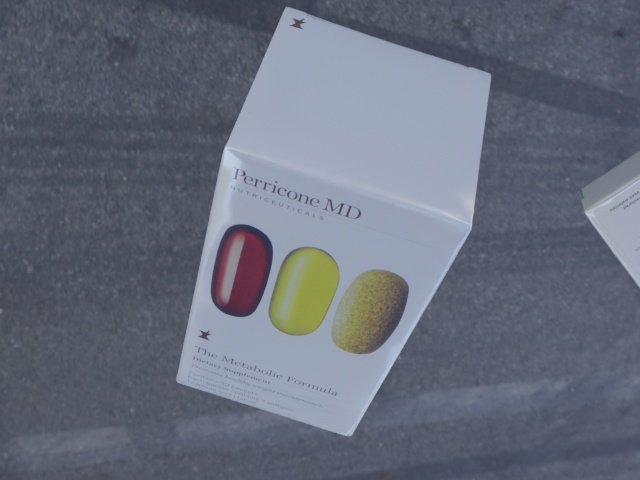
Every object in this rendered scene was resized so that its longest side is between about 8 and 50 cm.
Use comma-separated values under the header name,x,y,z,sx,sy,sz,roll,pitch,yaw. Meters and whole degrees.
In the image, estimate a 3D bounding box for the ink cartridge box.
name,x,y,z,sx,sy,sz,roll,pitch,yaw
ink cartridge box,0.364,0.020,0.855,0.093,0.154,0.212,-35,91,17

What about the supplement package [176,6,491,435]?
name,x,y,z,sx,sy,sz,roll,pitch,yaw
supplement package,0.000,0.000,0.548,0.139,0.133,0.244,17,139,-2
